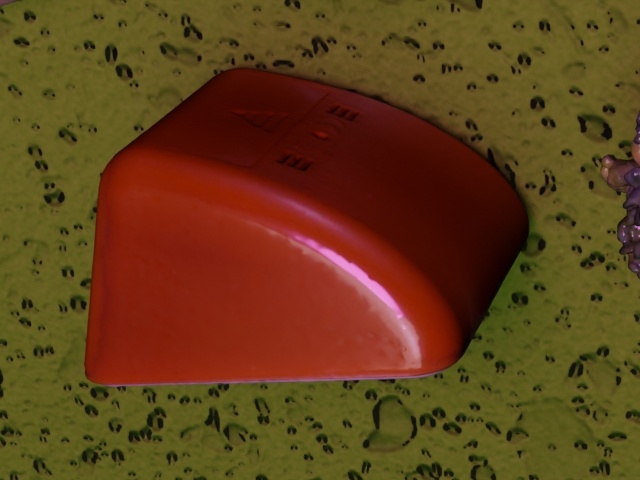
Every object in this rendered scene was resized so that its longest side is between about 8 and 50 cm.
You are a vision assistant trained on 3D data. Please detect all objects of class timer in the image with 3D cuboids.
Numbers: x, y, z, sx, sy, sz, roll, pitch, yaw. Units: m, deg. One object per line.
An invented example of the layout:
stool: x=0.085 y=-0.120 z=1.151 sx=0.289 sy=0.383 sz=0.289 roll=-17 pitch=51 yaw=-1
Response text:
timer: x=0.000 y=0.000 z=1.199 sx=0.250 sy=0.257 sz=0.161 roll=11 pitch=114 yaw=14

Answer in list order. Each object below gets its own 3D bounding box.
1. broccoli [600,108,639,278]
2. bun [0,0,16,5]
broccoli: x=0.324 y=-0.048 z=1.126 sx=0.288 sy=0.248 sz=0.245 roll=8 pitch=157 yaw=2
bun: x=-0.236 y=-0.253 z=1.220 sx=0.183 sy=0.102 sz=0.183 roll=16 pitch=127 yaw=22
